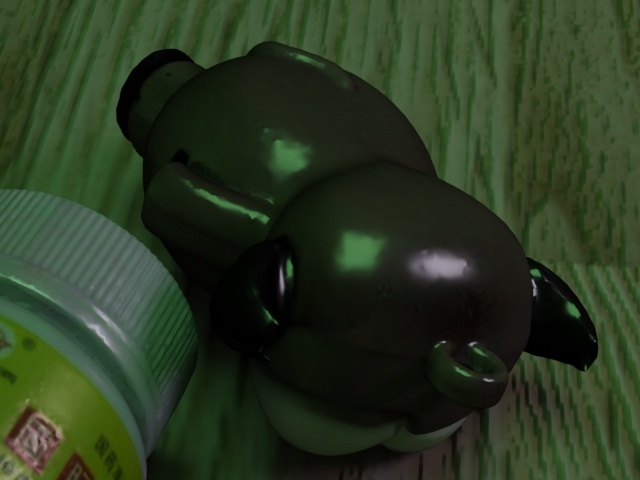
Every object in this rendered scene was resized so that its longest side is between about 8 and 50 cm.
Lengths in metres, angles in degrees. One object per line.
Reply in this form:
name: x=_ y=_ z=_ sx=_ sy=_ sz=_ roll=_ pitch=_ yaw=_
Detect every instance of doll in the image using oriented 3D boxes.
doll: x=0.000 y=-0.003 z=0.719 sx=0.182 sy=0.117 sz=0.257 roll=1 pitch=35 yaw=-35

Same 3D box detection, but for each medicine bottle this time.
medicine bottle: x=-0.143 y=0.096 z=0.599 sx=0.139 sy=0.139 sz=0.225 roll=14 pitch=43 yaw=14
